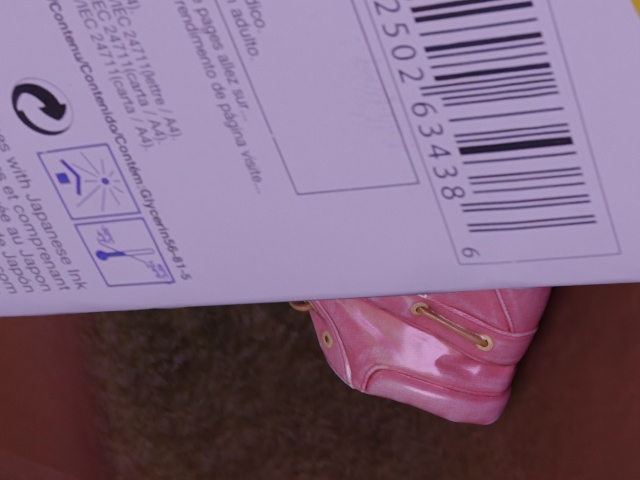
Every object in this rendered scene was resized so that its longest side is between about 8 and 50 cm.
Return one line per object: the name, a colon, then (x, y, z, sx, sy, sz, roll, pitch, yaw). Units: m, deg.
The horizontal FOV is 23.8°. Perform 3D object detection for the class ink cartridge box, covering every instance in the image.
ink cartridge box: (0.037, -0.129, 0.345, 0.395, 0.151, 0.270, -3, 128, 28)

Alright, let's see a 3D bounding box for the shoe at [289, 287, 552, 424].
shoe: (0.000, 0.000, 0.559, 0.178, 0.063, 0.081, 25, 117, 22)
